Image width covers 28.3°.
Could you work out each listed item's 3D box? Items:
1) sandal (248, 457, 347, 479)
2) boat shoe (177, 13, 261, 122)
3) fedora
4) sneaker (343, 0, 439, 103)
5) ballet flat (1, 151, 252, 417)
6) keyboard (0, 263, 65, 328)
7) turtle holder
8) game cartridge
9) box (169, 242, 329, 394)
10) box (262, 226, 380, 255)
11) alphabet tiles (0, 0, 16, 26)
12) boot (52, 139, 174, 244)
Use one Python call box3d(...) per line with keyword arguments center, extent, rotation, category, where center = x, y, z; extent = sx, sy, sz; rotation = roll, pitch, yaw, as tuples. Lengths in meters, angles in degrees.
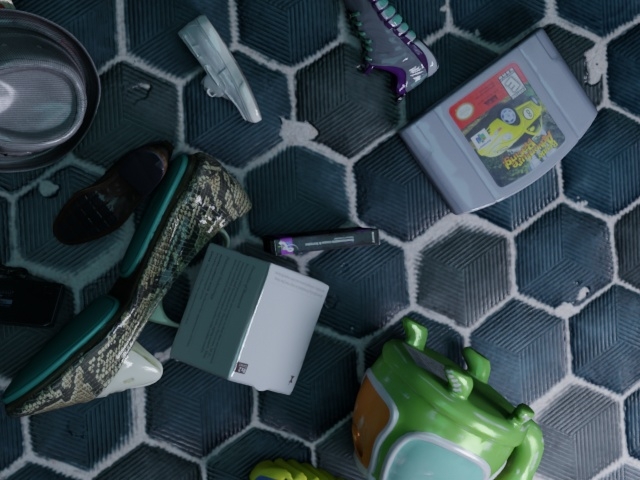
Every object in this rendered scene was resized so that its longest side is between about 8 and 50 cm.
box3d(center=(0.028, 0.438, 1.959), extent=(0.317, 0.126, 0.138), rotation=(26, 90, -9), category="sandal")
box3d(center=(-0.155, -0.254, 1.944), extent=(0.063, 0.066, 0.184), rotation=(-30, 99, 5), category="boat shoe")
box3d(center=(-0.448, -0.205, 1.825), extent=(0.275, 0.124, 0.244), rotation=(6, 104, -21), category="fedora")
box3d(center=(0.081, -0.320, 1.980), extent=(0.098, 0.083, 0.224), rotation=(-45, 99, -2), category="sneaker")
box3d(center=(-0.261, 0.099, 1.885), extent=(0.182, 0.164, 0.483), rotation=(38, 80, -19), category="ballet flat")
box3d(center=(-0.470, 0.080, 1.876), extent=(0.180, 0.023, 0.108), rotation=(6, 53, 3), category="keyboard")
box3d(center=(0.188, 0.287, 1.953), extent=(0.320, 0.243, 0.227), rotation=(23, 104, -49), category="turtle holder")
box3d(center=(0.294, -0.181, 2.038), extent=(0.294, 0.060, 0.196), rotation=(-37, 101, -8), category="game cartridge")
box3d(center=(-0.103, 0.119, 1.882), extent=(0.119, 0.181, 0.182), rotation=(18, 86, 31), category="box")
box3d(center=(0.000, 0.000, 1.948), extent=(0.162, 0.116, 0.029), rotation=(-7, 94, -11), category="box")
box3d(center=(-0.589, -0.329, 1.804), extent=(0.278, 0.021, 0.284), rotation=(-27, 127, -6), category="alphabet tiles")
box3d(center=(-0.304, -0.073, 1.916), extent=(0.219, 0.106, 0.082), rotation=(-34, 100, 20), category="boot")
